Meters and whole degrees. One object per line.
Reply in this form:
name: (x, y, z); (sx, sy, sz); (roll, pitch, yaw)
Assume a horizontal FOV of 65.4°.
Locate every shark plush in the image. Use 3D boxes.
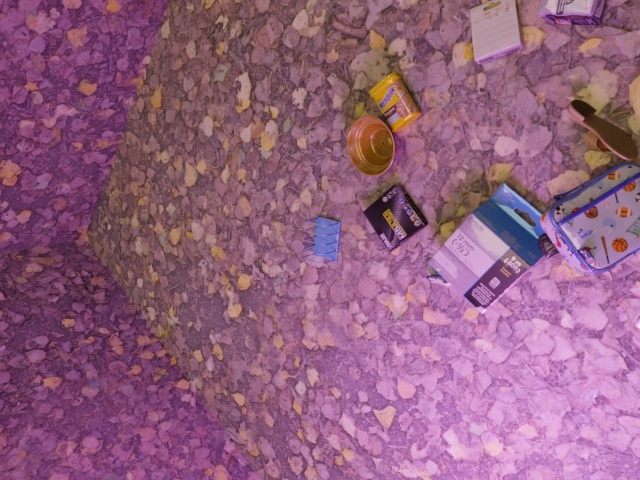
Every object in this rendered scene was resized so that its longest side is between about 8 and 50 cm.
shark plush: (0.448, 0.128, 1.769); (0.161, 0.073, 0.067); (17, 79, 38)

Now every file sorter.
file sorter: (0.000, 0.000, 2.038); (0.118, 0.105, 0.170); (16, 109, 34)

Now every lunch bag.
lunch bag: (0.776, -0.060, 1.368); (0.304, 0.115, 0.243); (-31, 81, 0)

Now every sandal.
sandal: (0.792, -0.297, 1.428); (0.240, 0.088, 0.079); (55, 157, 22)

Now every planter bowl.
planter bowl: (0.207, -0.348, 1.813); (0.217, 0.090, 0.217); (20, 120, 40)

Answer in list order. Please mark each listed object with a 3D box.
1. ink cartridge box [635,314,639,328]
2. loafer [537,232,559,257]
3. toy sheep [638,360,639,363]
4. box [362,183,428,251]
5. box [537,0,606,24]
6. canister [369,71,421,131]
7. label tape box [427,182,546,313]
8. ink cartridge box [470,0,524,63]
ink cartridge box: (0.941, 0.103, 1.247); (0.122, 0.211, 0.289); (34, 138, 28)
loafer: (0.757, -0.006, 1.461); (0.224, 0.076, 0.078); (-18, 68, 12)
toy sheep: (0.969, 0.346, 1.411); (0.132, 0.091, 0.091); (40, 121, 7)
box: (0.276, -0.084, 1.855); (0.184, 0.045, 0.190); (-40, 75, 33)
box: (0.699, -0.722, 1.336); (0.142, 0.163, 0.247); (17, 110, 34)
canister: (0.265, -0.486, 1.763); (0.126, 0.073, 0.169); (-34, 81, 36)
label tape box: (0.554, 0.028, 1.606); (0.249, 0.115, 0.347); (46, 124, 18)
ink cartridge box: (0.546, -0.659, 1.552); (0.146, 0.045, 0.179); (-10, 75, 38)
